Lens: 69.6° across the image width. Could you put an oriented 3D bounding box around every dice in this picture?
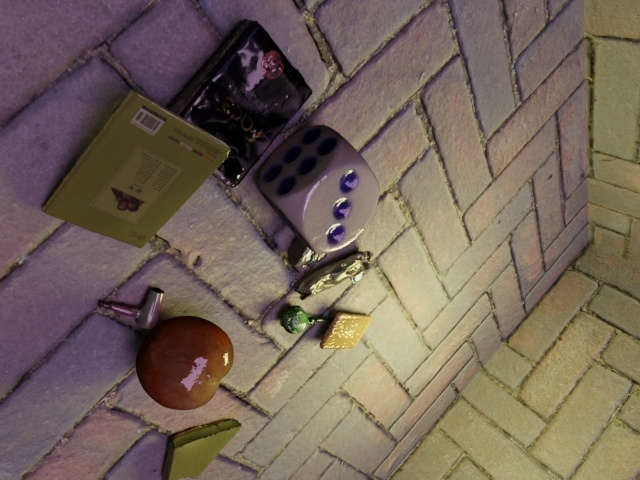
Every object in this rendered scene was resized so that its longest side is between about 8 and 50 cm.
[{"bbox_3d":[-0.004,-0.138,1.264,0.259,0.243,0.251,-44,136,-6],"label":"dice"}]

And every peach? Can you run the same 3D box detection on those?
[{"bbox_3d":[-0.368,0.324,1.244,0.253,0.252,0.252,-21,127,-30],"label":"peach"}]

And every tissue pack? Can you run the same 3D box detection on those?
[{"bbox_3d":[-0.190,-0.309,1.082,0.332,0.123,0.245,-51,134,-3],"label":"tissue pack"}]

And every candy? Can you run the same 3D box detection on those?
[{"bbox_3d":[-0.021,0.285,1.633,0.324,0.097,0.097,15,105,-52],"label":"candy"}]

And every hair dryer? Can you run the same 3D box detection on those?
[{"bbox_3d":[-0.487,0.171,1.182,0.154,0.054,0.106,9,105,-39],"label":"hair dryer"}]

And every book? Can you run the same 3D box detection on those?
[{"bbox_3d":[-0.393,-0.137,0.992,0.352,0.035,0.239,-41,138,20],"label":"book"}]

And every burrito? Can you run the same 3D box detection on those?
[{"bbox_3d":[0.052,0.113,1.586,0.309,0.066,0.096,-25,132,-24],"label":"burrito"}]

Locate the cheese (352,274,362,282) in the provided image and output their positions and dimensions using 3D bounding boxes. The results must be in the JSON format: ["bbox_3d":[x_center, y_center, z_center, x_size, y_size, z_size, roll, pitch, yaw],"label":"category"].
[{"bbox_3d":[0.147,0.109,1.699,0.047,0.017,0.111,15,105,-48],"label":"cheese"}]

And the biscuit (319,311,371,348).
[{"bbox_3d":[0.100,0.347,1.772,0.250,0.030,0.160,16,106,-54],"label":"biscuit"}]

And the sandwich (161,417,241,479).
[{"bbox_3d":[-0.411,0.725,1.579,0.245,0.063,0.212,-2,120,-39],"label":"sandwich"}]

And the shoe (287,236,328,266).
[{"bbox_3d":[0.000,0.000,1.443,0.126,0.099,0.227,31,99,-38],"label":"shoe"}]
